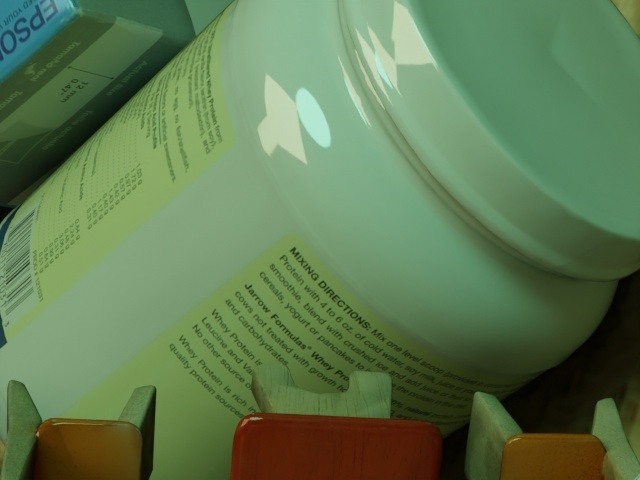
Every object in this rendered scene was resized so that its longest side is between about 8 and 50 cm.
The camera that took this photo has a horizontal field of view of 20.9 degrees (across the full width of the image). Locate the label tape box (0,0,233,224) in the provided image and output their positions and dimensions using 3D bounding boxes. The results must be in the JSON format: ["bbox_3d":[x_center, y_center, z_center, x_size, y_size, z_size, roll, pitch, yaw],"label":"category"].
[{"bbox_3d":[-0.121,-0.076,1.044,0.249,0.347,0.115,-35,64,28],"label":"label tape box"}]

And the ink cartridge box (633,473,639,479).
[{"bbox_3d":[0.156,0.147,0.609,0.191,0.082,0.139,-47,61,3],"label":"ink cartridge box"}]

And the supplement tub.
[{"bbox_3d":[0.000,0.000,0.874,0.325,0.235,0.235,-38,39,34],"label":"supplement tub"}]

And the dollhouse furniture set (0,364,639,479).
[{"bbox_3d":[-0.004,0.188,0.719,0.135,0.262,0.259,-103,16,-68],"label":"dollhouse furniture set"}]
